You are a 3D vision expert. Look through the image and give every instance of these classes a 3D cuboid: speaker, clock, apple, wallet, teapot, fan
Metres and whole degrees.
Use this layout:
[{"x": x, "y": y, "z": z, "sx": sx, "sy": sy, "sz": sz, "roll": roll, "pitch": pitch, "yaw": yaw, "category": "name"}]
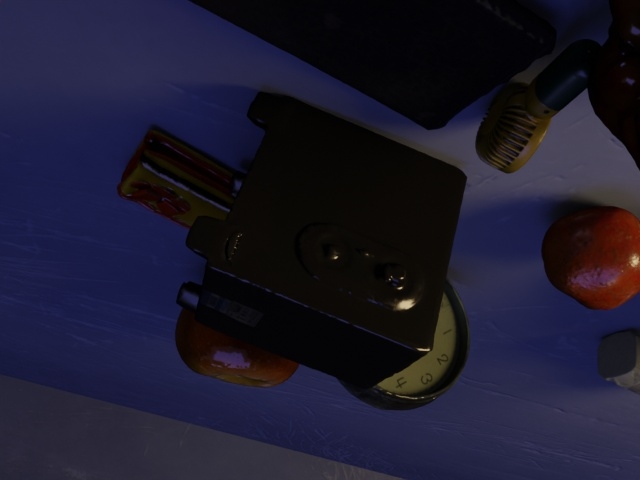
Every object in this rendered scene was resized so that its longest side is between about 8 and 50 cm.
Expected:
[{"x": 0.000, "y": 0.000, "z": 0.680, "sx": 0.253, "sy": 0.232, "sz": 0.184, "roll": 23, "pitch": 149, "yaw": -5, "category": "speaker"}, {"x": 0.102, "y": 0.114, "z": 0.832, "sx": 0.225, "sy": 0.226, "sz": 0.049, "roll": 22, "pitch": 148, "yaw": -13, "category": "clock"}, {"x": -0.135, "y": 0.160, "z": 1.072, "sx": 0.210, "sy": 0.173, "sz": 0.235, "roll": -1, "pitch": 156, "yaw": 17, "category": "apple"}, {"x": 0.024, "y": -0.205, "z": 0.513, "sx": 0.320, "sy": 0.044, "sz": 0.170, "roll": 23, "pitch": 150, "yaw": -21, "category": "wallet"}, {"x": -0.154, "y": -0.043, "z": 0.837, "sx": 0.241, "sy": 0.067, "sz": 0.141, "roll": 28, "pitch": 149, "yaw": -23, "category": "wallet"}, {"x": 0.532, "y": 0.226, "z": 0.950, "sx": 0.200, "sy": 0.107, "sz": 0.077, "roll": 24, "pitch": 146, "yaw": -17, "category": "teapot"}, {"x": 0.187, "y": -0.120, "z": 0.537, "sx": 0.039, "sy": 0.082, "sz": 0.155, "roll": 23, "pitch": 153, "yaw": -8, "category": "fan"}]

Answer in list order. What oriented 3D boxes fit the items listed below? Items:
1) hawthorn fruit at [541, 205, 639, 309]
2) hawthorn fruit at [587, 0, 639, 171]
[{"x": 0.318, "y": 0.018, "z": 0.693, "sx": 0.127, "sy": 0.128, "sz": 0.128, "roll": 11, "pitch": 150, "yaw": 6, "category": "hawthorn fruit"}, {"x": 0.312, "y": -0.122, "z": 0.384, "sx": 0.260, "sy": 0.224, "sz": 0.224, "roll": -5, "pitch": 151, "yaw": -10, "category": "hawthorn fruit"}]
